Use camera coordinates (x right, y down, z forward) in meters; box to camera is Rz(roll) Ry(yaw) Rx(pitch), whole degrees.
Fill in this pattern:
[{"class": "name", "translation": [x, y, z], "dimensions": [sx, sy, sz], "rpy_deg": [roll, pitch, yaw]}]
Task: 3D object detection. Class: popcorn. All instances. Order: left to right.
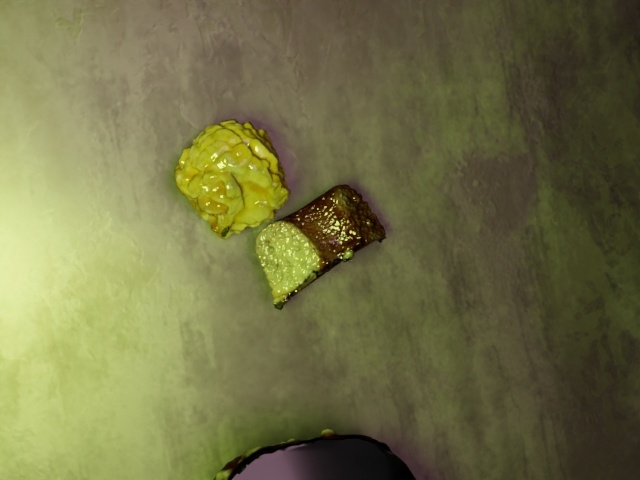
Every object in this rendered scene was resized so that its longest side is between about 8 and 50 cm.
[{"class": "popcorn", "translation": [-0.134, -0.094, 1.692], "dimensions": [0.180, 0.180, 0.170], "rpy_deg": [32, 53, -13]}]

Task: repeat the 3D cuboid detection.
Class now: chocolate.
[{"class": "chocolate", "translation": [-0.033, 0.410, 1.676], "dimensions": [0.340, 0.210, 0.225], "rpy_deg": [-10, 85, -16]}]

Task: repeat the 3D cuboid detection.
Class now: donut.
[{"class": "donut", "translation": [-0.008, 0.004, 1.741], "dimensions": [0.187, 0.144, 0.126], "rpy_deg": [-30, 91, 17]}]
